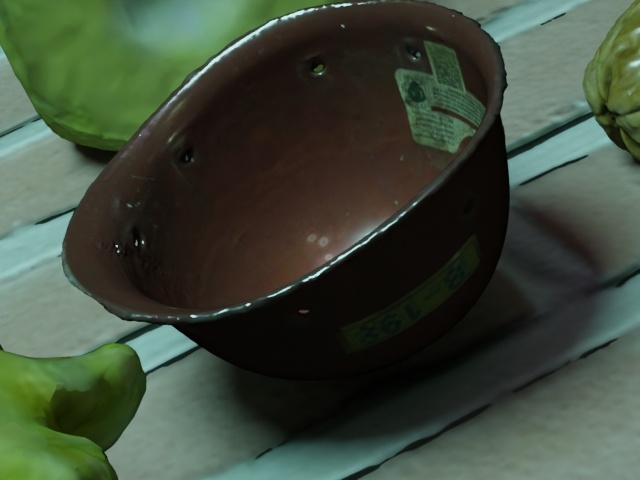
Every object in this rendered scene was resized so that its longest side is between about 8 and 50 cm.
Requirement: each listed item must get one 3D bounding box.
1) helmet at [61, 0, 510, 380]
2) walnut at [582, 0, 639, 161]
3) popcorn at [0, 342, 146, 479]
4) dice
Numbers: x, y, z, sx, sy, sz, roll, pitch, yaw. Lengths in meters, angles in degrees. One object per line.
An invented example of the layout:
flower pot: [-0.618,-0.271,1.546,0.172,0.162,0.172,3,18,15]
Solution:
helmet: [0.000,0.000,0.551,0.175,0.106,0.155,-36,38,-15]
walnut: [0.159,-0.071,0.603,0.096,0.082,0.079,-28,11,-11]
popcorn: [-0.164,0.117,0.414,0.256,0.195,0.255,7,53,29]
dice: [-0.082,-0.159,0.728,0.166,0.169,0.169,-16,37,0]
